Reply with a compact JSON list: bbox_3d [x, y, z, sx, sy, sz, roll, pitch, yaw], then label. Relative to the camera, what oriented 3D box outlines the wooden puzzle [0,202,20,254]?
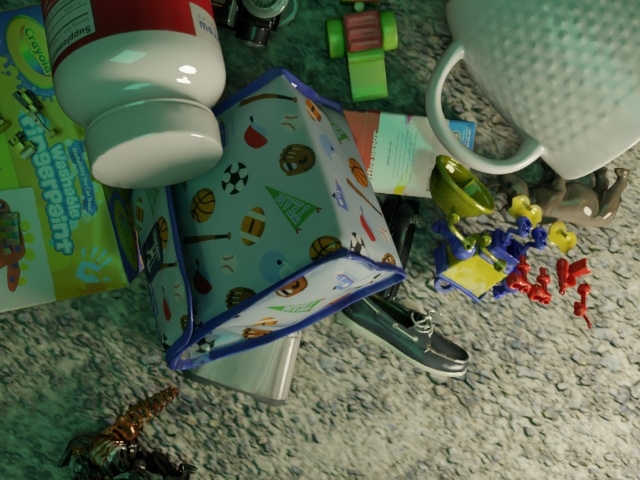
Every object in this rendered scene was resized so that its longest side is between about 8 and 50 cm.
[{"bbox_3d":[-0.482,-0.019,1.191,0.049,0.006,0.083,1,102,-2],"label":"wooden puzzle"}]

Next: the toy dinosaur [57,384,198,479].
[{"bbox_3d":[-0.349,0.402,1.386,0.218,0.164,0.322,36,120,7],"label":"toy dinosaur"}]

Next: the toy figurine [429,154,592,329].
[{"bbox_3d":[0.251,0.041,1.294,0.362,0.191,0.217,30,137,-27],"label":"toy figurine"}]

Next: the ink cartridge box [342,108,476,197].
[{"bbox_3d":[0.132,-0.147,1.319,0.231,0.078,0.134,6,101,-4],"label":"ink cartridge box"}]

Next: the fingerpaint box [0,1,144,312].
[{"bbox_3d":[-0.520,-0.118,1.258,0.371,0.163,0.445,-12,102,1],"label":"fingerpaint box"}]

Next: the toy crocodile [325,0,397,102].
[{"bbox_3d":[0.063,-0.393,1.253,0.115,0.105,0.340,-4,102,-1],"label":"toy crocodile"}]

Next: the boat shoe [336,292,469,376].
[{"bbox_3d":[0.154,0.153,1.378,0.254,0.095,0.079,28,110,2],"label":"boat shoe"}]

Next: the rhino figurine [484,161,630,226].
[{"bbox_3d":[0.400,-0.079,1.348,0.243,0.073,0.106,4,99,-1],"label":"rhino figurine"}]

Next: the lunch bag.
[{"bbox_3d":[-0.122,-0.016,1.191,0.385,0.239,0.328,-28,65,24],"label":"lunch bag"}]

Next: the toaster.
[{"bbox_3d":[-0.137,0.179,1.354,0.227,0.129,0.146,18,96,-4],"label":"toaster"}]

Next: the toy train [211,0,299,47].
[{"bbox_3d":[-0.110,-0.477,1.220,0.190,0.142,0.334,16,101,4],"label":"toy train"}]

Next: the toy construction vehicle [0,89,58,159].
[{"bbox_3d":[-0.445,-0.172,1.146,0.086,0.035,0.098,-36,101,5],"label":"toy construction vehicle"}]

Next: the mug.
[{"bbox_3d":[0.328,-0.269,1.200,0.328,0.276,0.374,44,92,-5],"label":"mug"}]

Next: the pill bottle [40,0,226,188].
[{"bbox_3d":[-0.258,-0.290,1.076,0.229,0.229,0.408,-14,75,1],"label":"pill bottle"}]

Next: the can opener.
[{"bbox_3d":[0.133,0.015,1.348,0.073,0.059,0.186,3,78,38],"label":"can opener"}]
